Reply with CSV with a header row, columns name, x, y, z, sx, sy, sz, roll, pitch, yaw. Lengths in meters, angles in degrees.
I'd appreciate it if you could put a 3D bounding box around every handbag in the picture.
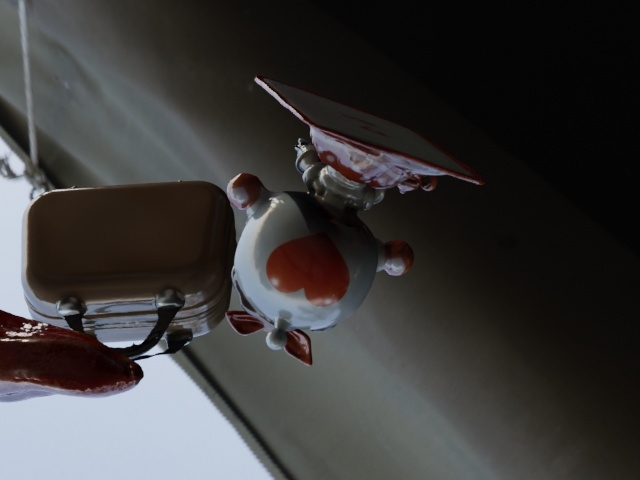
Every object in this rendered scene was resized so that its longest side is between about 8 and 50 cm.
name,x,y,z,sx,sy,sz,roll,pitch,yaw
handbag,-0.269,0.054,1.469,0.302,0.149,0.283,-3,-131,-1

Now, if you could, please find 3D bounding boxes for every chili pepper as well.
name,x,y,z,sx,sy,sz,roll,pitch,yaw
chili pepper,-0.336,0.142,1.248,0.253,0.144,0.136,3,-132,22

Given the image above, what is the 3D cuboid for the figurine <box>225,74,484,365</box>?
name,x,y,z,sx,sy,sz,roll,pitch,yaw
figurine,0.000,0.000,0.935,0.184,0.160,0.226,16,-75,-26
